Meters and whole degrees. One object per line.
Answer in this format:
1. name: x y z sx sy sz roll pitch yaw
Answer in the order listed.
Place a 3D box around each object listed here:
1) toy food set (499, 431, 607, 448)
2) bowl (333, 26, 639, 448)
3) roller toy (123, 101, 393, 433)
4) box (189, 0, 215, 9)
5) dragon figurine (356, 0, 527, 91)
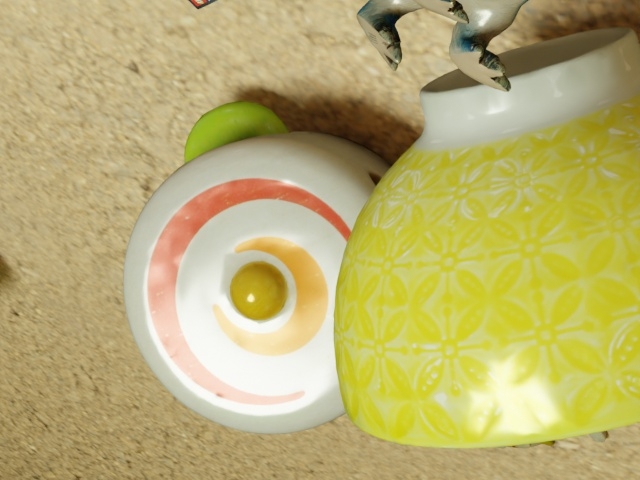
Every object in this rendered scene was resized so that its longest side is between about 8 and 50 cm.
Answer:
1. toy food set: 0.125 0.135 1.210 0.192 0.038 0.132 -1 139 42
2. bowl: 0.127 -0.022 0.787 0.289 0.289 0.156 -6 106 46
3. roller toy: -0.022 0.026 0.979 0.209 0.191 0.146 24 -169 9
4. box: -0.056 -0.197 0.751 0.094 0.137 0.027 45 146 -25
5. dragon figurine: 0.075 -0.161 0.747 0.085 0.144 0.289 48 164 -33
